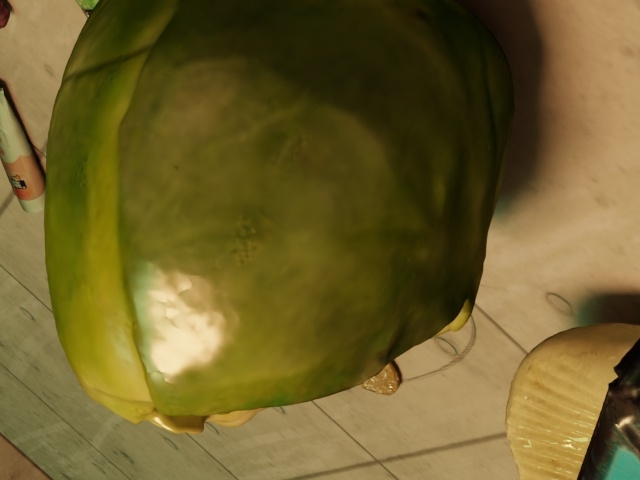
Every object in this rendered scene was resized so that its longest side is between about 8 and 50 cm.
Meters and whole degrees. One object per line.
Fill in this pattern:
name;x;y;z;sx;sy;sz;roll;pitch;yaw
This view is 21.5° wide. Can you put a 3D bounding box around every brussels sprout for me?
brussels sprout;-0.017;-0.041;1.060;0.275;0.315;0.371;2;-179;20

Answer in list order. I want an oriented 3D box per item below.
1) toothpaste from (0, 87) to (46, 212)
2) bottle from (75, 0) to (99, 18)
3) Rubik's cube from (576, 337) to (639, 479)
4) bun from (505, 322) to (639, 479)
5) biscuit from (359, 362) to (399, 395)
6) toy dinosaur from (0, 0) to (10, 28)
toothpaste;-0.329;-0.105;1.791;0.056;0.036;0.205;31;153;28
bottle;-0.104;-0.148;1.248;0.093;0.093;0.330;11;144;51
Rubik's cube;0.298;0.105;0.869;0.248;0.250;0.246;35;158;19
bun;0.242;0.154;1.199;0.231;0.133;0.231;29;130;41
biscuit;0.029;0.109;1.634;0.120;0.015;0.120;34;157;17
toy dinosaur;-0.353;-0.286;1.457;0.199;0.072;0.251;24;144;9
